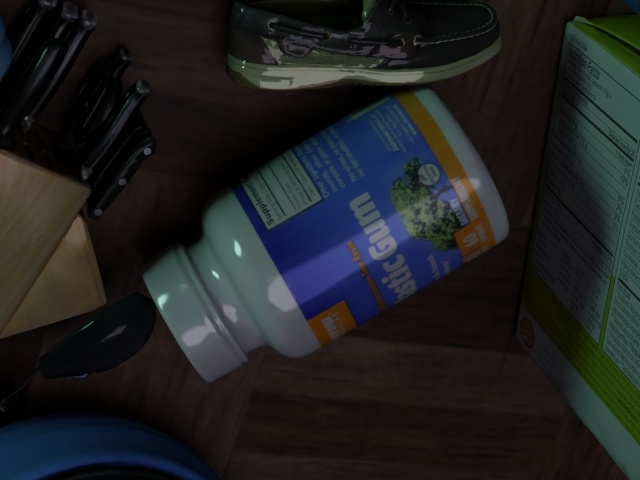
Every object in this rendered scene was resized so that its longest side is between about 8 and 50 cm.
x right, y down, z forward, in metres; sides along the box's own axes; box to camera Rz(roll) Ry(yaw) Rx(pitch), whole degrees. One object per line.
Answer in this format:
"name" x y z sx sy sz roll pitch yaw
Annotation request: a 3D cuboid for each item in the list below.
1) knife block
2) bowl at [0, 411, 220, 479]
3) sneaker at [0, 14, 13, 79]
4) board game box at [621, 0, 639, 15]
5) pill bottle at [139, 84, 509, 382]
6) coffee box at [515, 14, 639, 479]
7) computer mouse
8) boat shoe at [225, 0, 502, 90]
"knife block" -0.254 -0.047 1.159 0.276 0.088 0.242 -17 123 -10
"bowl" -0.217 0.341 1.308 0.391 0.077 0.391 -11 111 -32
"sneaker" -0.358 -0.110 1.060 0.319 0.127 0.208 -23 123 -6
"board game box" 0.385 -0.252 1.149 0.308 0.302 0.086 -35 125 2
"pill bottle" 0.000 0.000 1.244 0.272 0.152 0.152 -31 125 -2
"coffee box" 0.402 0.015 1.293 0.338 0.338 0.334 -6 120 -18
"computer mouse" -0.221 0.117 1.253 0.242 0.071 0.041 -35 88 26
"boat shoe" 0.036 -0.165 1.204 0.224 0.080 0.073 -8 127 -11
